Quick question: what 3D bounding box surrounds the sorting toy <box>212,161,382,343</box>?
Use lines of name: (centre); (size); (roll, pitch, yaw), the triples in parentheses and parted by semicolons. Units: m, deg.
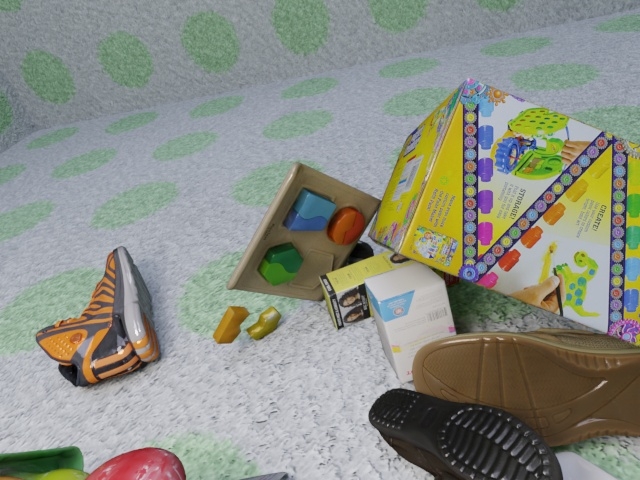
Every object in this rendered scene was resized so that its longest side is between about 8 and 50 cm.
sorting toy: (-0.035, 0.045, 0.685); (0.229, 0.307, 0.041); (14, 21, -49)

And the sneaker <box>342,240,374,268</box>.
sneaker: (0.000, 0.000, 0.862); (0.228, 0.086, 0.132); (-2, 34, 19)

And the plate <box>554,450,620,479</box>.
plate: (0.147, 0.265, 0.343); (0.277, 0.045, 0.278); (-14, -9, -1)

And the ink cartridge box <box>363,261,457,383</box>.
ink cartridge box: (0.129, 0.119, 0.604); (0.092, 0.143, 0.090); (-17, 17, -4)

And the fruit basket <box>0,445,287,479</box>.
fruit basket: (-0.228, 0.277, 0.392); (0.352, 0.327, 0.166); (-7, 67, 4)

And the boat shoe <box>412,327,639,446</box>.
boat shoe: (0.284, 0.166, 0.511); (0.340, 0.122, 0.110); (0, 0, 17)

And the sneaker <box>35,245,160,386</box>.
sneaker: (-0.416, 0.130, 0.794); (0.180, 0.125, 0.321); (-23, 35, -14)

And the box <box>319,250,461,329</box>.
box: (0.119, 0.066, 0.722); (0.232, 0.087, 0.058); (-19, 36, -9)

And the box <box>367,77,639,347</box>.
box: (0.230, -0.026, 0.535); (0.279, 0.177, 0.290); (21, 3, -1)

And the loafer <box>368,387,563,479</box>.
loafer: (0.148, 0.220, 0.456); (0.080, 0.078, 0.220); (-38, 20, -26)
